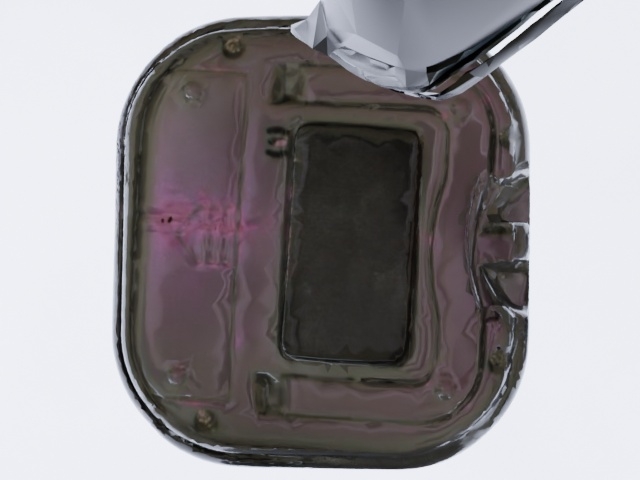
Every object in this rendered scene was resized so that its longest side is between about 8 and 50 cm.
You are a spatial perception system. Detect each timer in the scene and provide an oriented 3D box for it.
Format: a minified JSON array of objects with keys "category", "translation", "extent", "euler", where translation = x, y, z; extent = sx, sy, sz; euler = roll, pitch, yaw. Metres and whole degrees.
[{"category":"timer","translation":[0.000,0.000,0.848],"extent":[0.191,0.069,0.208],"euler":[0,-93,5]}]

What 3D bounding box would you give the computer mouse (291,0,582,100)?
[{"category":"computer mouse","translation":[0.053,-0.123,0.354],"extent":[0.078,0.241,0.146],"euler":[12,-131,-22]}]
